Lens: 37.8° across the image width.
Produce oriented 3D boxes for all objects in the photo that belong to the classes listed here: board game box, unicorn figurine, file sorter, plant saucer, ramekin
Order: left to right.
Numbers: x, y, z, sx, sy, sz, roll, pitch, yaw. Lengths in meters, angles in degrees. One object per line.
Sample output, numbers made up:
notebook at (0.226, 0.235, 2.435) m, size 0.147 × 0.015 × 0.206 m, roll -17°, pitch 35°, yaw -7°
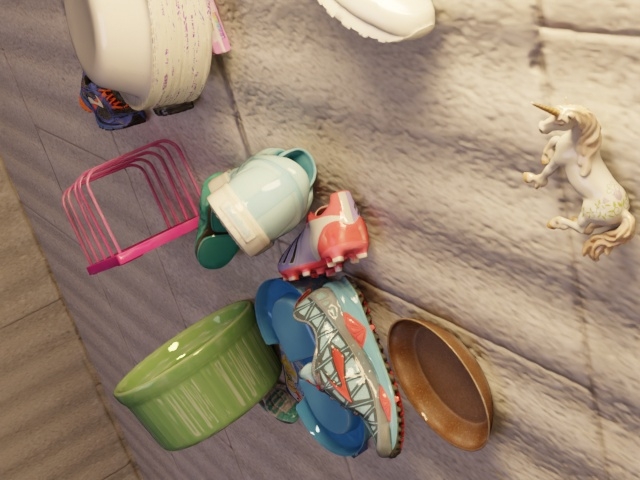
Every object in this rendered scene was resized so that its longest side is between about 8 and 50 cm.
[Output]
file sorter at (-0.362, -0.065, 1.785) m, size 0.182 × 0.202 × 0.291 m, roll 65°, pitch 156°, yaw -5°
ramekin at (-0.219, 0.255, 1.746) m, size 0.148 × 0.303 × 0.303 m, roll 57°, pitch 156°, yaw -8°
board game box at (0.005, 0.268, 1.626) m, size 0.201 × 0.035 × 0.136 m, roll 38°, pitch 147°, yaw 41°
plant saucer at (0.163, 0.182, 1.226) m, size 0.198 × 0.036 × 0.198 m, roll 45°, pitch 152°, yaw 33°
unicorn figurine at (0.227, -0.062, 0.830) m, size 0.162 × 0.060 × 0.111 m, roll 46°, pitch 156°, yaw -5°

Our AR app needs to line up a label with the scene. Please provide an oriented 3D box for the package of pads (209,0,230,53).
package of pads at (-0.162, -0.307, 1.341) m, size 0.050 × 0.032 × 0.083 m, roll 9°, pitch 124°, yaw 60°

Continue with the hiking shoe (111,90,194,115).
hiking shoe at (-0.288, -0.285, 1.574) m, size 0.227 × 0.086 × 0.114 m, roll 24°, pitch 124°, yaw 44°

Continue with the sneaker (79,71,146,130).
sneaker at (-0.412, -0.277, 1.808) m, size 0.221 × 0.083 × 0.087 m, roll 33°, pitch 136°, yaw 40°

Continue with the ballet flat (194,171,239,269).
ballet flat at (-0.174, -0.039, 1.615) m, size 0.247 × 0.083 × 0.087 m, roll 111°, pitch 155°, yaw -60°

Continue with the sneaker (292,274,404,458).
sneaker at (0.036, 0.188, 1.315) m, size 0.104 × 0.125 × 0.261 m, roll 63°, pitch -173°, yaw -73°

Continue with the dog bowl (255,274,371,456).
dog bowl at (0.006, 0.183, 1.448) m, size 0.166 × 0.074 × 0.297 m, roll -26°, pitch 89°, yaw 54°

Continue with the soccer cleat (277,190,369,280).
soccer cleat at (0.000, 0.000, 1.317) m, size 0.248 × 0.083 × 0.095 m, roll 153°, pitch 111°, yaw -68°

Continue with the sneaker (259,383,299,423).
sneaker at (-0.083, 0.319, 1.843) m, size 0.166 × 0.065 × 0.076 m, roll 33°, pitch 160°, yaw 52°

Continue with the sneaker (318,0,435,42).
sneaker at (0.033, -0.292, 0.924) m, size 0.235 × 0.090 × 0.095 m, roll 50°, pitch 144°, yaw 21°

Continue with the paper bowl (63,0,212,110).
paper bowl at (-0.274, -0.328, 1.336) m, size 0.284 × 0.148 × 0.284 m, roll 43°, pitch 141°, yaw 49°

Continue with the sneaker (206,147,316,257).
sneaker at (-0.067, -0.064, 1.328) m, size 0.135 × 0.150 × 0.366 m, roll 56°, pitch 180°, yaw -11°
